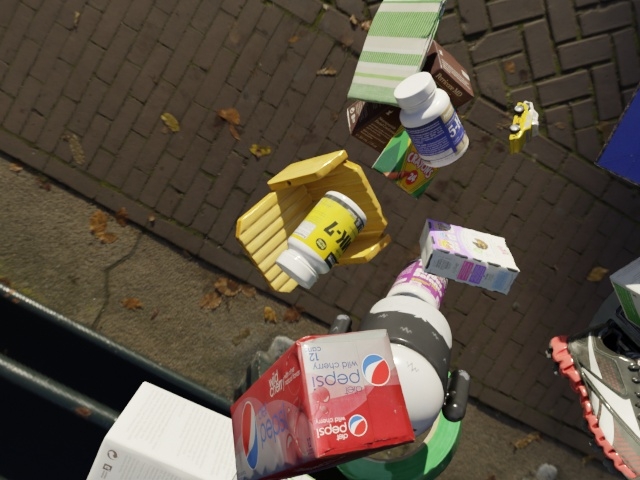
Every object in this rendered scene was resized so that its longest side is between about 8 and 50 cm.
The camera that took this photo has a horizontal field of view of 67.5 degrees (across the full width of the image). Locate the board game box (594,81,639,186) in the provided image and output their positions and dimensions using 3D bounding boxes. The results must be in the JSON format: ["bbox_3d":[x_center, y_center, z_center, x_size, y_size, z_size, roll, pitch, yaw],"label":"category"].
[{"bbox_3d":[0.593,-0.239,0.721,0.291,0.232,0.141,-40,61,-22],"label":"board game box"}]

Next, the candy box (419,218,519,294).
[{"bbox_3d":[0.338,0.033,1.116,0.196,0.165,0.070,15,117,1],"label":"candy box"}]

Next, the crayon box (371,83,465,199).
[{"bbox_3d":[0.325,-0.308,1.503,0.202,0.081,0.318,24,102,-46],"label":"crayon box"}]

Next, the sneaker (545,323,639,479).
[{"bbox_3d":[0.467,0.246,0.735,0.098,0.276,0.135,21,129,-29],"label":"sneaker"}]

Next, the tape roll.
[{"bbox_3d":[0.147,0.378,1.064,0.321,0.321,0.077,-22,137,-1],"label":"tape roll"}]

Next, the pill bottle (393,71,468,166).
[{"bbox_3d":[0.237,-0.262,1.041,0.112,0.112,0.186,-39,125,2],"label":"pill bottle"}]

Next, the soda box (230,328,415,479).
[{"bbox_3d":[-0.018,0.174,0.462,0.084,0.263,0.092,1,60,-23],"label":"soda box"}]

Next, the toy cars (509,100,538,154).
[{"bbox_3d":[0.772,-0.424,1.786,0.087,0.394,0.176,9,110,26],"label":"toy cars"}]

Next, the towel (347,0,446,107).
[{"bbox_3d":[0.228,-0.576,1.464,0.038,0.248,0.324,10,101,-50],"label":"towel"}]

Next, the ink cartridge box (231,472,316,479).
[{"bbox_3d":[-0.038,0.397,0.681,0.209,0.062,0.109,31,85,5],"label":"ink cartridge box"}]

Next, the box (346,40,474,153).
[{"bbox_3d":[0.293,-0.461,1.613,0.191,0.143,0.381,22,140,-38],"label":"box"}]

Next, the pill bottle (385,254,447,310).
[{"bbox_3d":[0.336,0.164,1.625,0.169,0.301,0.169,11,118,21],"label":"pill bottle"}]

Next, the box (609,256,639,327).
[{"bbox_3d":[0.525,0.082,0.730,0.102,0.087,0.101,-34,112,3],"label":"box"}]

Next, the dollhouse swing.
[{"bbox_3d":[-0.021,-0.031,1.471,0.315,0.305,0.346,-8,123,40],"label":"dollhouse swing"}]

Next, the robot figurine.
[{"bbox_3d":[0.129,0.205,0.809,0.209,0.278,0.173,-12,108,24],"label":"robot figurine"}]

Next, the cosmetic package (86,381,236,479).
[{"bbox_3d":[-0.287,0.551,1.162,0.453,0.230,0.161,26,104,-5],"label":"cosmetic package"}]

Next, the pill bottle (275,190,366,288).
[{"bbox_3d":[0.000,0.000,1.092,0.119,0.119,0.208,40,77,-8],"label":"pill bottle"}]

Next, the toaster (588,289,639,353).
[{"bbox_3d":[0.659,0.172,0.962,0.110,0.185,0.168,-5,132,-19],"label":"toaster"}]
